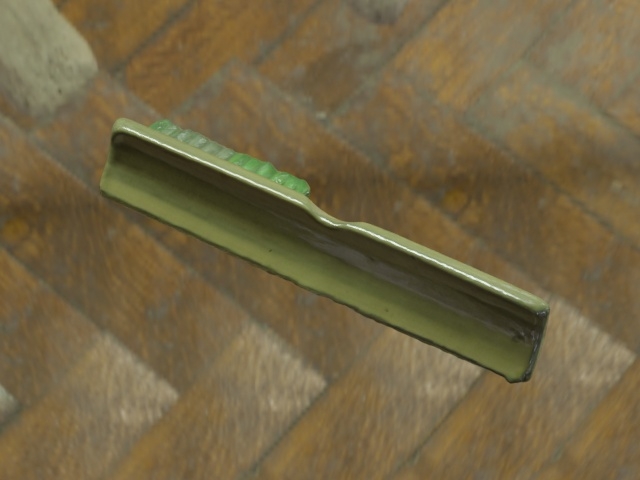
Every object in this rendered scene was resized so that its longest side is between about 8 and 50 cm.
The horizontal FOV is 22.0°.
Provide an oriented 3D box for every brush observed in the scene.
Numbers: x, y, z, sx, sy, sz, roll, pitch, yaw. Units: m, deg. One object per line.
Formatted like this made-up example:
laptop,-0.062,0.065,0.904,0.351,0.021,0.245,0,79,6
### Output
brush,0.000,0.000,0.926,0.282,0.054,0.048,24,28,22
